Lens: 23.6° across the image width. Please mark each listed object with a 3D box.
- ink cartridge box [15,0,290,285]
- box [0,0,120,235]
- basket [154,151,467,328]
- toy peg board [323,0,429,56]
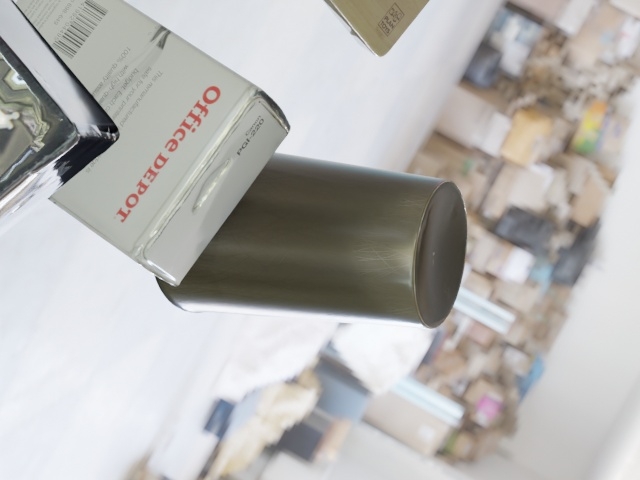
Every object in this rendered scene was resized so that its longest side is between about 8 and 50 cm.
[{"bbox_3d":[-0.157,-0.091,1.177,0.159,0.218,0.092,-54,157,-4],"label":"ink cartridge box"},{"bbox_3d":[-0.315,-0.076,0.650,0.312,0.343,0.179,-39,-175,2],"label":"box"},{"bbox_3d":[0.000,0.000,1.332,0.204,0.226,0.154,-11,106,-64],"label":"basket"},{"bbox_3d":[0.025,-0.205,0.772,0.161,0.079,0.161,-51,148,-2],"label":"toy peg board"}]
